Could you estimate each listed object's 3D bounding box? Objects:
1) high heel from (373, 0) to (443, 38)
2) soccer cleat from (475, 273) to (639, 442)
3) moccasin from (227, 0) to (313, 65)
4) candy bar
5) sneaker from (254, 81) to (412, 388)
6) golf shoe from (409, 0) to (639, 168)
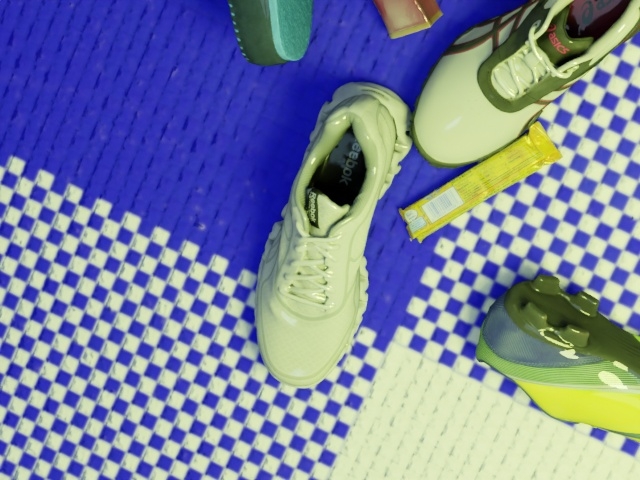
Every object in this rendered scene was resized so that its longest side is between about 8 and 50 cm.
[{"bbox_3d":[0.140,-0.271,1.726,0.244,0.082,0.117,-18,106,30],"label":"high heel"},{"bbox_3d":[0.274,0.140,1.785,0.289,0.093,0.121,32,134,0],"label":"soccer cleat"},{"bbox_3d":[-0.084,-0.319,1.757,0.117,0.138,0.342,-10,83,16],"label":"moccasin"},{"bbox_3d":[0.143,-0.051,1.799,0.161,0.018,0.040,-32,89,14],"label":"candy bar"},{"bbox_3d":[0.000,0.000,1.785,0.110,0.118,0.292,16,103,6],"label":"sneaker"},{"bbox_3d":[0.182,-0.164,1.720,0.273,0.120,0.105,-41,91,13],"label":"golf shoe"}]
